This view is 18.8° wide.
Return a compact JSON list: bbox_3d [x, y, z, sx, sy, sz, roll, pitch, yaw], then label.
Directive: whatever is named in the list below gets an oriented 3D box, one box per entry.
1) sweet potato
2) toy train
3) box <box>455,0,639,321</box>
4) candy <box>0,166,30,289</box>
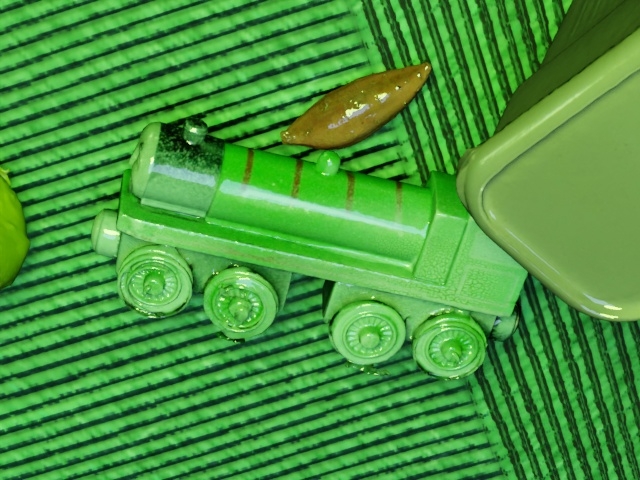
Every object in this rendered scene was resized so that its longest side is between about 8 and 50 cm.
[{"bbox_3d":[0.022,-0.073,1.087,0.095,0.034,0.034,-25,112,10],"label":"sweet potato"},{"bbox_3d":[0.000,0.000,1.087,0.251,0.085,0.119,13,121,-10],"label":"toy train"},{"bbox_3d":[0.208,-0.095,0.968,0.138,0.178,0.274,41,133,-15],"label":"box"},{"bbox_3d":[-0.270,0.010,1.084,0.209,0.097,0.097,-16,113,10],"label":"candy"}]
